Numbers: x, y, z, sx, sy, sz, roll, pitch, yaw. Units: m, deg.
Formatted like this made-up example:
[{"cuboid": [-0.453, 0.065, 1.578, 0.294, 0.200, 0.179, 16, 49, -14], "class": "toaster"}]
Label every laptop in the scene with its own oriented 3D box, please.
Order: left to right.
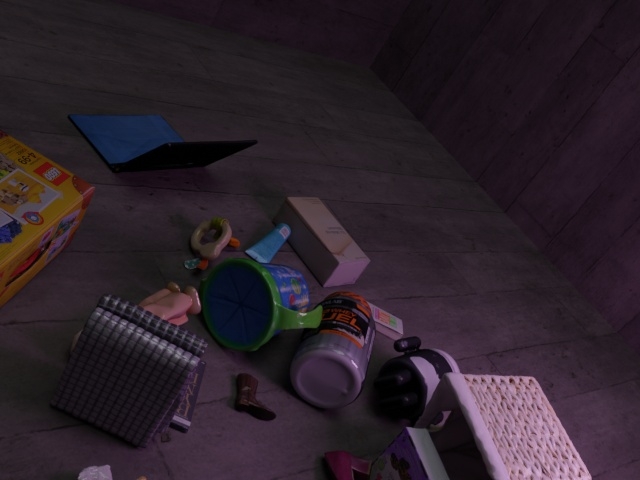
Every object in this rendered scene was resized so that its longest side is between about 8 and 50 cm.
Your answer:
[{"cuboid": [-0.489, -0.346, 2.372, 0.381, 0.407, 0.237, -13, 87, -52], "class": "laptop"}]

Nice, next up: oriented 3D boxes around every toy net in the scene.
[{"cuboid": [-0.355, 0.501, 1.432, 0.232, 0.045, 0.122, 24, 32, -15], "class": "toy net"}]

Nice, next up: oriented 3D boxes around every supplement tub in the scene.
[{"cuboid": [0.042, 0.278, 2.011, 0.193, 0.194, 0.316, 31, 29, -5], "class": "supplement tub"}]

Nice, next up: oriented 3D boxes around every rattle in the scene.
[{"cuboid": [-0.308, 0.043, 2.174, 0.130, 0.143, 0.200, -1, 50, 3], "class": "rattle"}]

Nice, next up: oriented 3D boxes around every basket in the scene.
[{"cuboid": [0.402, 0.531, 1.803, 0.266, 0.329, 0.331, 3, 38, -22], "class": "basket"}]

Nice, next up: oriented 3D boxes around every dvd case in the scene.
[{"cuboid": [-0.353, 0.321, 1.724, 0.164, 0.018, 0.221, 27, 30, -13], "class": "dvd case"}]

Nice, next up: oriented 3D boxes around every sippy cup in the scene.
[{"cuboid": [-0.149, 0.155, 1.973, 0.305, 0.240, 0.224, 52, 27, 19], "class": "sippy cup"}]

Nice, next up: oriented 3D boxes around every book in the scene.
[{"cuboid": [0.188, 0.248, 2.375, 0.144, 0.035, 0.096, 28, 26, -9], "class": "book"}]

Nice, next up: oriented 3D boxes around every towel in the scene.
[{"cuboid": [-0.378, 0.260, 1.517, 0.234, 0.284, 0.121, 27, 33, -7], "class": "towel"}]

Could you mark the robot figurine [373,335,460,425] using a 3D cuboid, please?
[{"cuboid": [0.266, 0.393, 2.095, 0.173, 0.209, 0.278, 27, 21, 36], "class": "robot figurine"}]

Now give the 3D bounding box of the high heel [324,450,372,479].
[{"cuboid": [0.038, 0.576, 1.708, 0.117, 0.082, 0.244, 9, 41, 12], "class": "high heel"}]

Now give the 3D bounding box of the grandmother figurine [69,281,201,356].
[{"cuboid": [-0.424, 0.195, 1.746, 0.207, 0.104, 0.342, 0, 17, 35], "class": "grandmother figurine"}]

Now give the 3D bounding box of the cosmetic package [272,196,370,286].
[{"cuboid": [0.000, 0.000, 2.467, 0.160, 0.113, 0.309, -4, 46, -49], "class": "cosmetic package"}]

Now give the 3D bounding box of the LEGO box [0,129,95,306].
[{"cuboid": [-0.790, -0.045, 1.646, 0.372, 0.193, 0.500, 31, 29, -5], "class": "LEGO box"}]

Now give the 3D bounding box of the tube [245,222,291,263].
[{"cuboid": [-0.156, 0.012, 2.361, 0.080, 0.052, 0.207, 32, 34, 6], "class": "tube"}]

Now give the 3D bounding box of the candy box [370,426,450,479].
[{"cuboid": [0.197, 0.557, 1.747, 0.070, 0.196, 0.165, 14, 35, -33], "class": "candy box"}]

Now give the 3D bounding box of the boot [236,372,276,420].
[{"cuboid": [-0.154, 0.374, 1.834, 0.106, 0.037, 0.114, 27, 25, -17], "class": "boot"}]
